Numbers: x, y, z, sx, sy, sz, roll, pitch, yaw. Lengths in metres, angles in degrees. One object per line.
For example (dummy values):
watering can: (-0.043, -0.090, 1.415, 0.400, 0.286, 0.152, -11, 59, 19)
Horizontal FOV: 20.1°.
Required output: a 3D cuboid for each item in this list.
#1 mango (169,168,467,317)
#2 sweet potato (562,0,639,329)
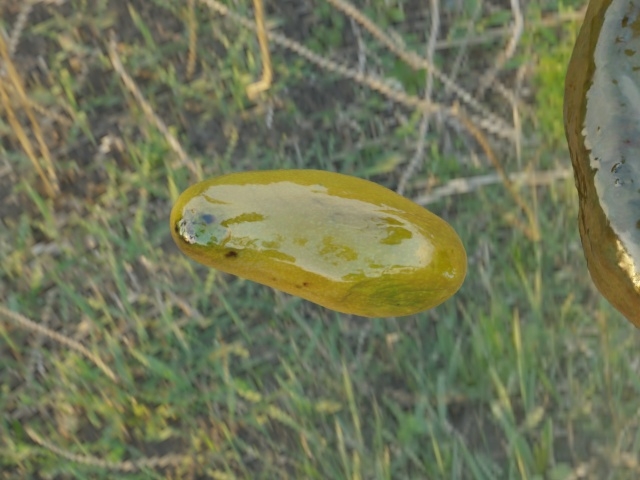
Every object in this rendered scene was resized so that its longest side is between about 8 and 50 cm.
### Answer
mango: (0.000, 0.000, 1.052, 0.190, 0.075, 0.098, 8, 17, -21)
sweet potato: (0.103, -0.046, 0.564, 0.053, 0.054, 0.182, 1, 72, 1)
